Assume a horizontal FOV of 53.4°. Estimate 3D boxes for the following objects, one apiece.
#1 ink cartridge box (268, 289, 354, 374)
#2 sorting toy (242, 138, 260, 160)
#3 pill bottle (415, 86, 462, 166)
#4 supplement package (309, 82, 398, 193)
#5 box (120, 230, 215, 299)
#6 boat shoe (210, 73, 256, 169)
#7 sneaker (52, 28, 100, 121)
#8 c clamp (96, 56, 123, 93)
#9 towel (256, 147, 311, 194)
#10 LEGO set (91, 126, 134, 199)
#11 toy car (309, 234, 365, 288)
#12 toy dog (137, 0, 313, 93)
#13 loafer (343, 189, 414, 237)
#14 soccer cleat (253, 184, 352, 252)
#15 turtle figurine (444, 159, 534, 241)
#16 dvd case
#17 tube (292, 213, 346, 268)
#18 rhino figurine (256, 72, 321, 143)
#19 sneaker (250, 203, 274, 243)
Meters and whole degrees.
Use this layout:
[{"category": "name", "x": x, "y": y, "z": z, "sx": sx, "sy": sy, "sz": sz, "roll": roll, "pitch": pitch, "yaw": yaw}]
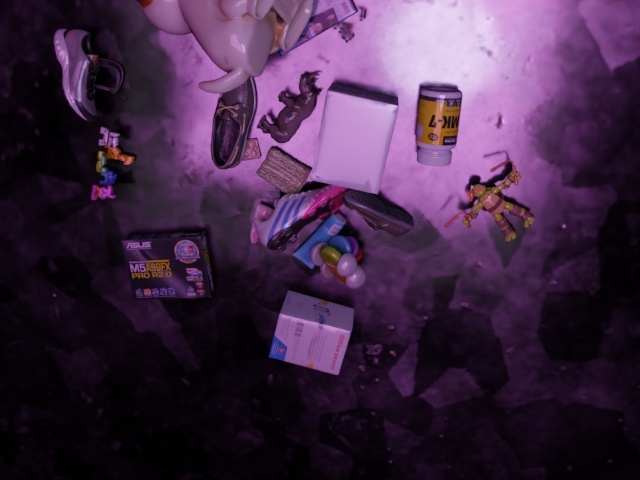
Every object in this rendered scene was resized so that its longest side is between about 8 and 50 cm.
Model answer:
[{"category": "ink cartridge box", "x": -0.025, "y": 0.296, "z": 2.058, "sx": 0.233, "sy": 0.168, "sz": 0.171, "roll": 16, "pitch": 113, "yaw": 0}, {"category": "sorting toy", "x": -0.228, "y": -0.275, "z": 1.942, "sx": 0.083, "sy": 0.012, "sz": 0.062, "roll": -8, "pitch": 108, "yaw": 10}, {"category": "pill bottle", "x": 0.332, "y": -0.323, "z": 1.803, "sx": 0.119, "sy": 0.119, "sz": 0.208, "roll": 4, "pitch": 112, "yaw": 5}, {"category": "supplement package", "x": 0.098, "y": -0.293, "z": 1.827, "sx": 0.204, "sy": 0.145, "sz": 0.261, "roll": 13, "pitch": 113, "yaw": 2}, {"category": "box", "x": -0.497, "y": 0.084, "z": 2.087, "sx": 0.270, "sy": 0.060, "sz": 0.216, "roll": -2, "pitch": 111, "yaw": 7}, {"category": "boat shoe", "x": -0.260, "y": -0.356, "z": 1.866, "sx": 0.109, "sy": 0.091, "sz": 0.305, "roll": 13, "pitch": 109, "yaw": 9}, {"category": "sneaker", "x": -0.691, "y": -0.480, "z": 1.851, "sx": 0.108, "sy": 0.100, "sz": 0.271, "roll": -8, "pitch": 105, "yaw": 5}, {"category": "c clamp", "x": -0.668, "y": -0.482, "z": 1.910, "sx": 0.161, "sy": 0.022, "sz": 0.137, "roll": 9, "pitch": 107, "yaw": 5}, {"category": "towel", "x": -0.113, "y": -0.208, "z": 1.948, "sx": 0.148, "sy": 0.027, "sz": 0.110, "roll": 30, "pitch": 112, "yaw": -7}, {"category": "LEGO set", "x": -0.634, "y": -0.233, "z": 1.969, "sx": 0.093, "sy": 0.087, "sz": 0.227, "roll": 13, "pitch": 106, "yaw": -2}, {"category": "toy car", "x": 0.070, "y": 0.053, "z": 1.968, "sx": 0.136, "sy": 0.159, "sz": 0.182, "roll": -55, "pitch": 141, "yaw": -15}, {"category": "toy dog", "x": -0.281, "y": -0.604, "z": 1.674, "sx": 0.408, "sy": 0.284, "sz": 0.395, "roll": 28, "pitch": 101, "yaw": 20}, {"category": "loafer", "x": 0.165, "y": -0.069, "z": 1.911, "sx": 0.251, "sy": 0.094, "sz": 0.087, "roll": 25, "pitch": 123, "yaw": -24}, {"category": "soccer cleat", "x": -0.056, "y": -0.107, "z": 1.922, "sx": 0.331, "sy": 0.116, "sz": 0.143, "roll": -35, "pitch": 65, "yaw": -4}, {"category": "turtle figurine", "x": 0.510, "y": -0.095, "z": 1.889, "sx": 0.217, "sy": 0.087, "sz": 0.269, "roll": 39, "pitch": 102, "yaw": -17}, {"category": "dvd case", "x": -0.047, "y": -0.654, "z": 1.768, "sx": 0.253, "sy": 0.022, "sz": 0.180, "roll": -26, "pitch": 105, "yaw": 16}, {"category": "tube", "x": 0.000, "y": 0.000, "z": 2.007, "sx": 0.080, "sy": 0.052, "sz": 0.207, "roll": 38, "pitch": 116, "yaw": -5}, {"category": "rhino figurine", "x": -0.078, "y": -0.387, "z": 1.849, "sx": 0.106, "sy": 0.073, "sz": 0.243, "roll": 40, "pitch": 109, "yaw": -5}, {"category": "sneaker", "x": -0.176, "y": -0.045, "z": 2.005, "sx": 0.070, "sy": 0.051, "sz": 0.134, "roll": 16, "pitch": 108, "yaw": 6}]
